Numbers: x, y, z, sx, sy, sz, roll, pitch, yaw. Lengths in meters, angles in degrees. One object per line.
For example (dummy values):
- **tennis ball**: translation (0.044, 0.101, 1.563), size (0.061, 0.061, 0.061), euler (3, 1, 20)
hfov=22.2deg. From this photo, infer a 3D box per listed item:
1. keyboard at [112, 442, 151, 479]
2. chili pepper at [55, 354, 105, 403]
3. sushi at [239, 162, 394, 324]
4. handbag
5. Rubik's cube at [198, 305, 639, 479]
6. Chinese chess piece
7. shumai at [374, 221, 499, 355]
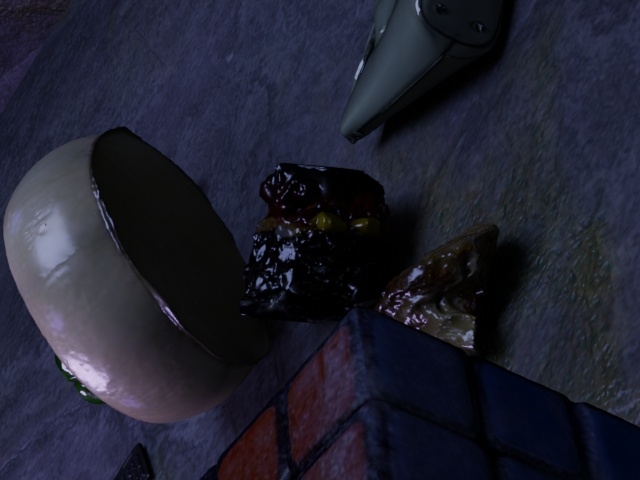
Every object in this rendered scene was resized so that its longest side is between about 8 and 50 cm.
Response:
- **keyboard**: translation (-0.280, 0.372, 2.038), size (0.250, 0.017, 0.087), euler (-60, 26, 13)
- **chili pepper**: translation (-0.251, 0.026, 2.099), size (0.167, 0.213, 0.385), euler (-24, 43, 19)
- **sushi**: translation (0.000, 0.000, 1.661), size (0.172, 0.153, 0.150), euler (-124, 40, -85)
- **handbag**: translation (0.085, -0.239, 1.781), size (0.315, 0.109, 0.241), euler (-30, 41, 58)
- **Rubik's cube**: translation (0.077, 0.309, 0.983), size (0.344, 0.337, 0.344), euler (-48, 28, 32)
- **Chinese chess piece**: translation (-0.200, 0.038, 1.813), size (0.140, 0.338, 0.338), euler (-33, 34, 16)
- **shumai**: translation (0.116, 0.052, 1.477), size (0.123, 0.105, 0.139), euler (-28, 7, -42)
